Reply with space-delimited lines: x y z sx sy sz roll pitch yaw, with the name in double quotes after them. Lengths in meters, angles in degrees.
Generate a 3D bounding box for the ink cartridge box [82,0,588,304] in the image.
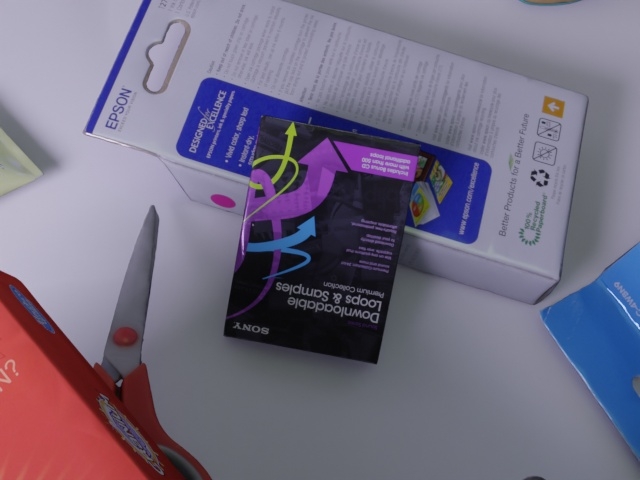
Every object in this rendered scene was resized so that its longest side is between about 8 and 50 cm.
0.020 -0.087 0.751 0.370 0.069 0.176 18 64 -3 "ink cartridge box"

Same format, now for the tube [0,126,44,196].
-0.324 -0.019 0.668 0.240 0.062 0.070 -36 115 -28 "tube"

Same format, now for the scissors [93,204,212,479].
-0.136 0.076 0.598 0.108 0.021 0.297 -6 46 -14 "scissors"

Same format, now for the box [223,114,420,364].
0.000 0.000 0.677 0.116 0.029 0.162 10 97 0 "box"

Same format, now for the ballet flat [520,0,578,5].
0.281 -0.283 0.883 0.232 0.073 0.080 -19 68 -17 "ballet flat"

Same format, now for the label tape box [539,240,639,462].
0.380 0.062 0.710 0.347 0.115 0.249 -26 71 -21 "label tape box"

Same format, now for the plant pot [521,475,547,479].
0.095 0.277 0.526 0.187 0.167 0.188 -33 70 -22 "plant pot"

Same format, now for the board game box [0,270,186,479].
-0.156 0.198 0.446 0.242 0.064 0.316 -45 70 -5 "board game box"
